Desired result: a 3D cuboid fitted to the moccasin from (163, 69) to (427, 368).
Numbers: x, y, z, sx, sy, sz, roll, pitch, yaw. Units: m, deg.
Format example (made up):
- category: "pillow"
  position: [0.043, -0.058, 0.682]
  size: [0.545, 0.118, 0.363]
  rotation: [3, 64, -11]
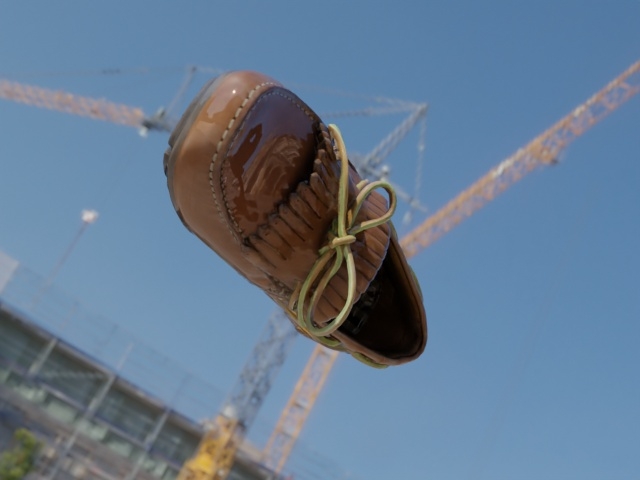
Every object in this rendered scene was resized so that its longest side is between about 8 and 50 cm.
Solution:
- category: "moccasin"
  position: [-0.002, 0.002, 0.962]
  size: [0.147, 0.139, 0.380]
  rotation: [27, -21, 30]
